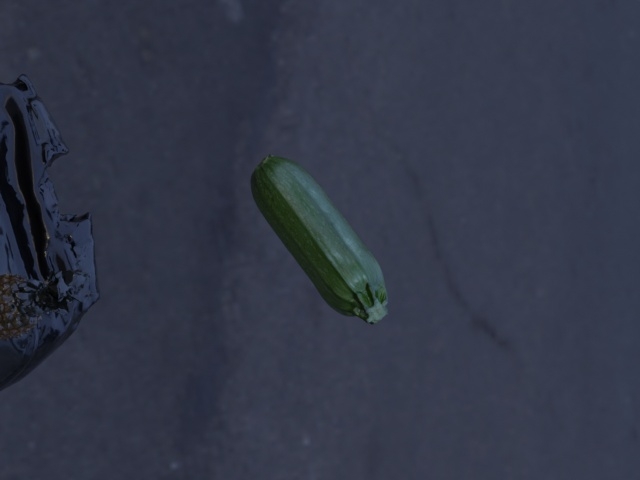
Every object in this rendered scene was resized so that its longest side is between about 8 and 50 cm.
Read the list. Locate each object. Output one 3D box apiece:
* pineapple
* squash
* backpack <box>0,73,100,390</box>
[{"bbox_3d":[-0.225,0.041,1.362,0.058,0.124,0.058,17,63,-37],"label":"pineapple"},{"bbox_3d":[0.000,0.000,1.798,0.219,0.068,0.077,53,-12,25],"label":"squash"},{"bbox_3d":[-0.406,0.026,1.567,0.255,0.445,0.363,-18,92,-64],"label":"backpack"}]
